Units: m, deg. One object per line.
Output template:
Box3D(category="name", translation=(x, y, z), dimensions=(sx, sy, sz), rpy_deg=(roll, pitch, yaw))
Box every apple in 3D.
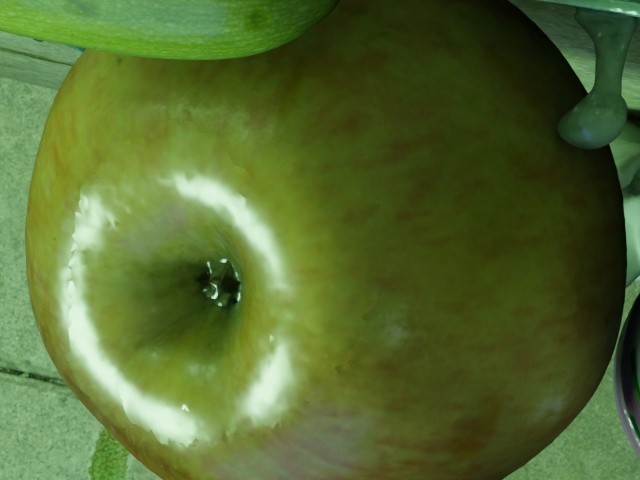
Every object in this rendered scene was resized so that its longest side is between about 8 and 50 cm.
Box3D(category="apple", translation=(0.000, 0.000, 1.067), dimensions=(0.391, 0.391, 0.346), rpy_deg=(12, -170, 29))

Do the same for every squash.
Box3D(category="squash", translation=(-0.101, -0.164, 0.871), dimensions=(0.247, 0.132, 0.132), rpy_deg=(11, 178, 7))

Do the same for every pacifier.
Box3D(category="pacifier", translation=(0.158, -0.110, 0.942), dimensions=(0.150, 0.116, 0.127), rpy_deg=(10, -169, 12))

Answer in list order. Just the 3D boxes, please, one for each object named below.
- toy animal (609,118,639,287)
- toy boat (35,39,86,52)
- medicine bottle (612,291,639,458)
Box3D(category="toy animal", translation=(0.298, -0.038, 1.559), dimensions=(0.289, 0.174, 0.249), rpy_deg=(11, -170, 21))
Box3D(category="toy boat", translation=(-0.224, -0.204, 1.137), dimensions=(0.238, 0.098, 0.109), rpy_deg=(19, -167, -16))
Box3D(category="medicine bottle", translation=(0.294, 0.078, 1.045), dimensions=(0.212, 0.212, 0.325), rpy_deg=(12, 173, 7))
